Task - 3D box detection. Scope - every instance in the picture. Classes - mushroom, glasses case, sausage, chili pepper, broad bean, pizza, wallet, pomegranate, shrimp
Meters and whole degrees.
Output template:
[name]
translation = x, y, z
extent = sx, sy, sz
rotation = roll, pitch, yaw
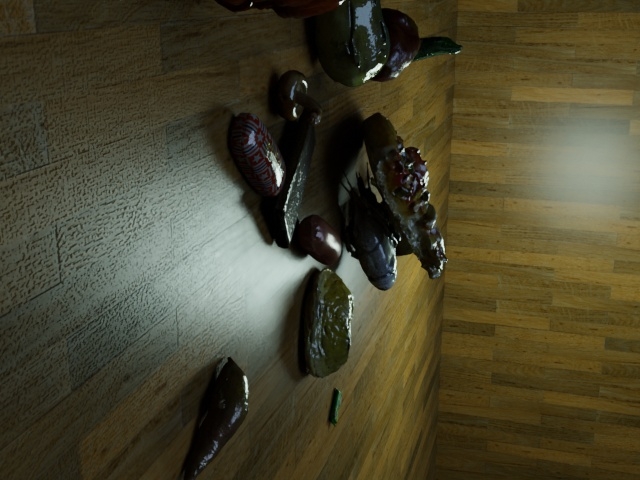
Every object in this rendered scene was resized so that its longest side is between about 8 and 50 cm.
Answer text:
[mushroom]
translation = -0.042, -0.239, 1.396
extent = 0.129, 0.073, 0.088
rotation = -117, -150, -47
[glasses case]
translation = -0.093, -0.130, 1.309
extent = 0.194, 0.049, 0.073
rotation = 60, 39, -64
[sausage]
translation = 0.000, 0.000, 1.639
extent = 0.194, 0.077, 0.077
rotation = 40, 56, -71
[chili pepper]
translation = 0.245, -0.478, 2.063
extent = 0.059, 0.227, 0.088
rotation = -10, 100, -74
[broad bean]
translation = 0.150, -0.456, 1.867
extent = 0.122, 0.156, 0.228
rotation = 82, 26, -49
[pizza]
translation = 0.212, -0.111, 1.914
extent = 0.406, 0.130, 0.440
rotation = 63, 8, -13
[wallet]
translation = -0.048, -0.121, 1.486
extent = 0.133, 0.039, 0.243
rotation = 86, 18, -60
[pomegranate]
translation = 0.199, -0.070, 2.164
extent = 0.224, 0.181, 0.181
rotation = 71, 20, -8
[shrimp]
translation = 0.121, -0.032, 1.959
extent = 0.145, 0.116, 0.343
rotation = -60, 140, -51

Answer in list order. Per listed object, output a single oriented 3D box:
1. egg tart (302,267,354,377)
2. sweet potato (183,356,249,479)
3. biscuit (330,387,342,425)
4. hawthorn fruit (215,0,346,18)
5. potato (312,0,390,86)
[egg tart]
translation = 0.026, 0.180, 1.760
extent = 0.232, 0.098, 0.252
rotation = 78, 19, -55
[sweet potato]
translation = -0.147, 0.272, 1.225
extent = 0.068, 0.068, 0.226
rotation = 76, 26, -49
[biscuit]
translation = 0.039, 0.407, 2.001
extent = 0.046, 0.016, 0.089
rotation = 66, 33, -60
[hawthorn fruit]
translation = -0.064, -0.406, 0.966
extent = 0.275, 0.275, 0.299
rotation = -55, 133, -60
[potato]
translation = 0.060, -0.415, 1.588
extent = 0.169, 0.143, 0.248
rotation = -77, 163, -50
